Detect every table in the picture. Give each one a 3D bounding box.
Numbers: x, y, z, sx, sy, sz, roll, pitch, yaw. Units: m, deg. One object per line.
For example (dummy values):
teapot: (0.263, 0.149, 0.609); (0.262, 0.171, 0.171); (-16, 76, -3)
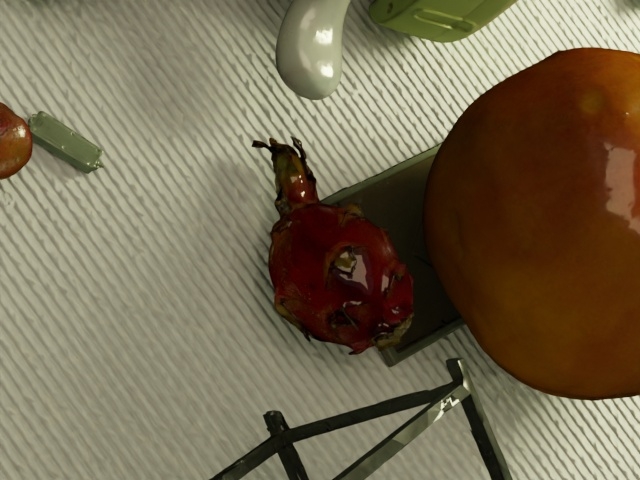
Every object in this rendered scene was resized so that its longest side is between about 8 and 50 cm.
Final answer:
table: (0.005, 0.293, 1.352); (0.335, 0.222, 0.272); (-29, 98, -55)

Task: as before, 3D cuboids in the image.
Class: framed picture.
framed picture: (0.118, 0.001, 1.742); (0.250, 0.016, 0.184); (-28, 83, -33)

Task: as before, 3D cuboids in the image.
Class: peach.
peach: (0.272, -0.017, 1.638); (0.342, 0.301, 0.343); (11, 64, -24)

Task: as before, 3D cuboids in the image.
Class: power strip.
power strip: (-0.239, -0.091, 1.596); (0.083, 0.017, 0.027); (34, 59, -11)

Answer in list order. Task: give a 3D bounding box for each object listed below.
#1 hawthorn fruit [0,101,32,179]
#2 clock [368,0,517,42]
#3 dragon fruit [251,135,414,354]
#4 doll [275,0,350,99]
hawthorn fruit: (-0.299, -0.088, 1.534); (0.077, 0.077, 0.077); (10, 65, -23)
clock: (0.152, -0.405, 1.768); (0.117, 0.286, 0.348); (11, 61, -30)
dragon fruit: (0.000, 0.000, 1.629); (0.125, 0.125, 0.246); (-6, 63, -40)
doll: (0.018, -0.379, 1.707); (0.376, 0.187, 0.365); (-42, 50, 3)
